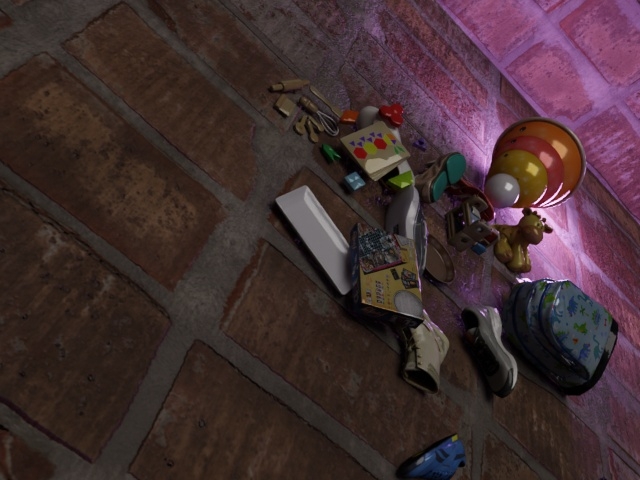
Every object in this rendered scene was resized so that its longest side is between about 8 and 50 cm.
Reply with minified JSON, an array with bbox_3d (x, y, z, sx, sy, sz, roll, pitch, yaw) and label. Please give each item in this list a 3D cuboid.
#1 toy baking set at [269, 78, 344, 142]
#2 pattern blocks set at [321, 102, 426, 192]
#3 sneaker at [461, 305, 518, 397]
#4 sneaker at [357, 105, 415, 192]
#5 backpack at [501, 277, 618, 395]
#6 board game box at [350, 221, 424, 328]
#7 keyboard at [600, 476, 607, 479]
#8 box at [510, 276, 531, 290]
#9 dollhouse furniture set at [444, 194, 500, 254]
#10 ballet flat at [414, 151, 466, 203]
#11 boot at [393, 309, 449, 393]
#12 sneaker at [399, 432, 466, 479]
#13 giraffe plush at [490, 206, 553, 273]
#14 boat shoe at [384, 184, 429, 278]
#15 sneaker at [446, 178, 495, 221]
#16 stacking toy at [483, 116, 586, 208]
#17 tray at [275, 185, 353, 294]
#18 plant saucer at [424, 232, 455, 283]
[{"bbox_3d":[-0.035,-0.366,1.843,0.256,0.030,0.197,-32,92,-49],"label":"toy baking set"},{"bbox_3d":[0.157,-0.257,1.860,0.324,0.026,0.285,-19,68,-29],"label":"pattern blocks set"},{"bbox_3d":[0.443,0.295,1.767,0.108,0.100,0.272,12,47,-26],"label":"sneaker"},{"bbox_3d":[0.178,-0.272,1.936,0.123,0.106,0.290,-9,68,-55],"label":"sneaker"},{"bbox_3d":[0.713,0.258,1.977,0.355,0.273,0.290,34,71,-4],"label":"backpack"},{"bbox_3d":[0.154,0.079,1.561,0.165,0.042,0.243,17,46,-18],"label":"board game box"},{"bbox_3d":[0.865,0.769,1.890,0.180,0.023,0.108,41,30,-16],"label":"keyboard"},{"bbox_3d":[0.688,0.206,2.166,0.105,0.043,0.179,9,55,-45],"label":"box"},{"bbox_3d":[0.505,-0.025,2.078,0.183,0.129,0.129,34,38,-25],"label":"dollhouse furniture set"},{"bbox_3d":[0.364,-0.209,2.093,0.316,0.106,0.108,-37,125,-51],"label":"ballet flat"},{"bbox_3d":[0.214,0.242,1.552,0.213,0.077,0.165,44,38,-13],"label":"boot"},{"bbox_3d":[0.246,0.472,1.388,0.209,0.069,0.082,-3,66,-51],"label":"sneaker"},{"bbox_3d":[0.697,-0.015,2.258,0.181,0.170,0.210,17,48,-40],"label":"giraffe plush"},{"bbox_3d":[0.247,-0.023,1.797,0.102,0.108,0.301,33,41,-26],"label":"boat shoe"},{"bbox_3d":[0.519,-0.145,2.213,0.128,0.087,0.221,1,45,-52],"label":"sneaker"},{"bbox_3d":[0.708,-0.227,2.326,0.351,0.350,0.480,55,39,4],"label":"stacking toy"},{"bbox_3d":[0.000,0.000,1.555,0.270,0.030,0.145,55,34,3],"label":"tray"},{"bbox_3d":[0.318,0.053,1.880,0.168,0.029,0.168,30,41,-30],"label":"plant saucer"}]
